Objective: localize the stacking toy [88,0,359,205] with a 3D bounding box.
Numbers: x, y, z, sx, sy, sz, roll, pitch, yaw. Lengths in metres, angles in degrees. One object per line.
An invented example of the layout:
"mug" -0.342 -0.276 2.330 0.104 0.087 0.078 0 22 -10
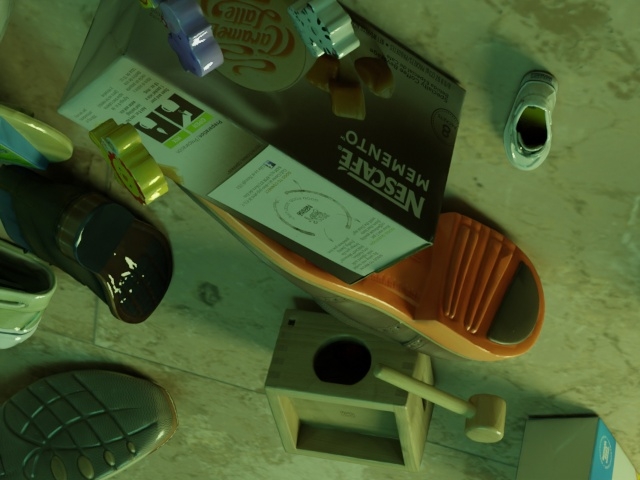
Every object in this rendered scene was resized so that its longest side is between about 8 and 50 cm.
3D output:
"stacking toy" -0.097 -0.157 0.977 0.221 0.167 0.052 59 164 -17

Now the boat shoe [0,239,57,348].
"boat shoe" -0.379 0.009 1.480 0.302 0.109 0.094 18 136 -27

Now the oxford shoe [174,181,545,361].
"oxford shoe" 0.000 0.000 1.269 0.364 0.130 0.133 34 151 -26

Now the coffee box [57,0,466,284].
"coffee box" -0.034 -0.093 1.121 0.246 0.141 0.098 32 144 -22

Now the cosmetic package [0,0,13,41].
"cosmetic package" -0.390 -0.208 1.088 0.366 0.155 0.197 19 148 -6

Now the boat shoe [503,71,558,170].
"boat shoe" 0.147 -0.075 1.169 0.035 0.035 0.100 13 148 4

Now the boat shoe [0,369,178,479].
"boat shoe" -0.275 0.209 1.740 0.324 0.123 0.116 -17 170 29

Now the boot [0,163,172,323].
"boot" -0.199 -0.002 1.417 0.106 0.082 0.219 29 165 21

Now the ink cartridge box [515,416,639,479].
"ink cartridge box" 0.260 0.280 1.572 0.078 0.134 0.231 -6 142 30

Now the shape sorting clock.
"shape sorting clock" -0.291 -0.097 1.279 0.206 0.040 0.206 13 174 1

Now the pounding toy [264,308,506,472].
"pounding toy" 0.064 0.119 1.448 0.206 0.094 0.181 7 147 14
